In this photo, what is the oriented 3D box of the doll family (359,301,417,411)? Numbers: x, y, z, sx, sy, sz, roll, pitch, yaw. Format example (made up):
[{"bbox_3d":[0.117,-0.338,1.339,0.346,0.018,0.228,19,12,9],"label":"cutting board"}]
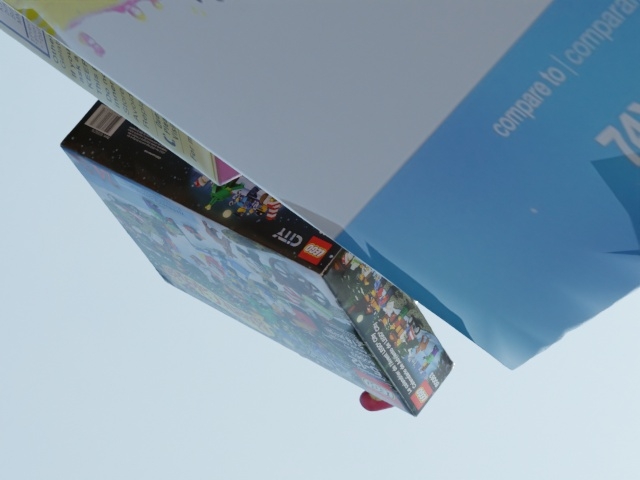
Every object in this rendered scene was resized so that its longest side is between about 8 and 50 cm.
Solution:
[{"bbox_3d":[0.000,0.000,1.494,0.118,0.163,0.263,-5,-130,-9],"label":"doll family"}]

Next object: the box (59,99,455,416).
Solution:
[{"bbox_3d":[-0.040,0.009,1.222,0.233,0.159,0.044,26,-111,39],"label":"box"}]

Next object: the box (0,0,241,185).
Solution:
[{"bbox_3d":[-0.034,-0.159,0.898,0.213,0.117,0.243,-28,-140,-25],"label":"box"}]

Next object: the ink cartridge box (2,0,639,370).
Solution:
[{"bbox_3d":[0.017,-0.144,0.456,0.270,0.197,0.198,36,-114,-3],"label":"ink cartridge box"}]
